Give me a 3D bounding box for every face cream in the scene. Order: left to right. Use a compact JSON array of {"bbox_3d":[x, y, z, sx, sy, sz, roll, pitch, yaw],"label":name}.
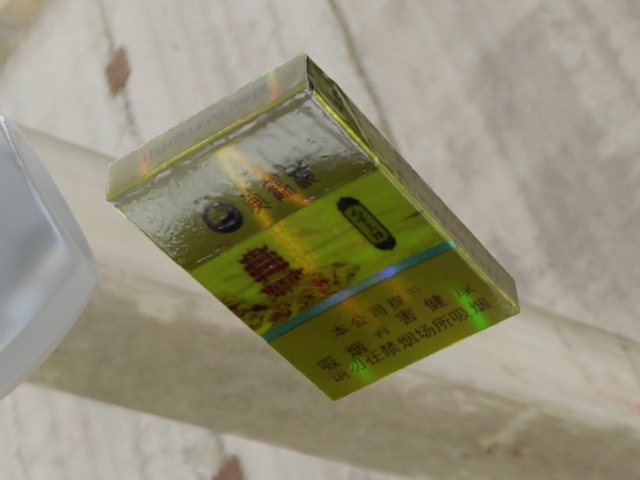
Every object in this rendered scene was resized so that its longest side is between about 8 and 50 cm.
[{"bbox_3d":[-0.403,0.051,1.547,0.357,0.219,0.312,-31,-127,-1],"label":"face cream"}]

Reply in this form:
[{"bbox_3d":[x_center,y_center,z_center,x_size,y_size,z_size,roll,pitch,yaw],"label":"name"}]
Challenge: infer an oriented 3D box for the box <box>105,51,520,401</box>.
[{"bbox_3d":[0.000,0.000,0.829,0.121,0.193,0.030,-28,-140,22],"label":"box"}]
